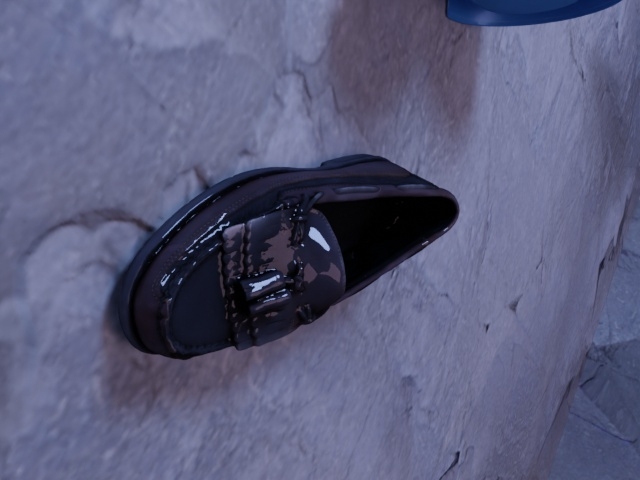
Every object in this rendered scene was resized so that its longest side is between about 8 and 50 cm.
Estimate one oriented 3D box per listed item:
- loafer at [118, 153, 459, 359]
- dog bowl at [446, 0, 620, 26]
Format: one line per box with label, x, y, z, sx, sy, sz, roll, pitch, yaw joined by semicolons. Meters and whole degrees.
loafer;0.000;0.000;0.472;0.302;0.095;0.109;-28;125;-48
dog bowl;0.162;-0.255;0.560;0.297;0.165;0.074;-7;97;-55
